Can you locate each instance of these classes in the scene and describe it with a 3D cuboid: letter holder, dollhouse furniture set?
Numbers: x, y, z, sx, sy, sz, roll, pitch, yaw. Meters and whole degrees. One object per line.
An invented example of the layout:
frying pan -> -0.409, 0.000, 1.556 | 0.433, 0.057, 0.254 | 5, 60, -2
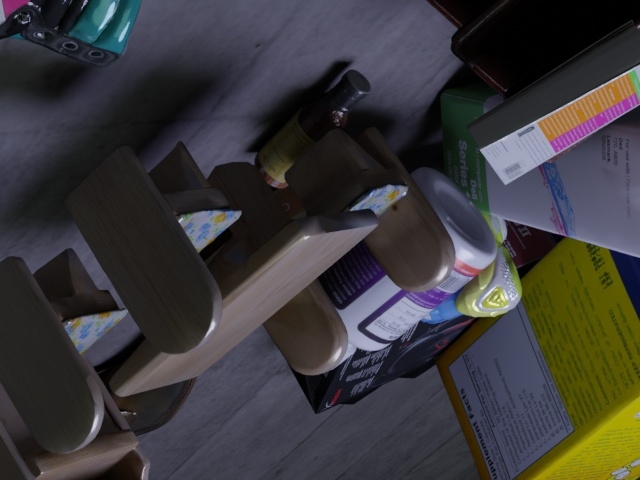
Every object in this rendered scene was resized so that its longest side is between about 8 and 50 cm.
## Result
letter holder -> 0.232, -0.224, 1.271 | 0.301, 0.152, 0.214 | -35, 158, 14
dollhouse furniture set -> -0.100, 0.127, 1.325 | 0.394, 0.256, 0.362 | -40, 165, 27

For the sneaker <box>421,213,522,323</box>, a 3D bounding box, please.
sneaker -> 0.118, -0.001, 1.620 | 0.126, 0.240, 0.091 | -19, 118, 9

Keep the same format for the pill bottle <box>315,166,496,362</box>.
pill bottle -> 0.055, 0.031, 1.501 | 0.193, 0.108, 0.108 | -40, 158, 22

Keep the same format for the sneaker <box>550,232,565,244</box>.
sneaker -> 0.328, -0.041, 1.845 | 0.102, 0.146, 0.293 | -11, 152, -43

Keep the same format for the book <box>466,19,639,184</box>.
book -> 0.188, -0.098, 1.254 | 0.144, 0.035, 0.096 | -31, 157, 8

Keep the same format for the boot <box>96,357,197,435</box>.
boot -> -0.217, 0.168, 1.693 | 0.219, 0.082, 0.106 | -41, 160, 34

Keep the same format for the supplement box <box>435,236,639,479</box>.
supplement box -> 0.313, 0.124, 1.773 | 0.195, 0.194, 0.356 | -2, 150, -32

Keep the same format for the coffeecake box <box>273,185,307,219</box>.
coffeecake box -> 0.000, 0.000, 1.604 | 0.142, 0.068, 0.185 | -32, 160, 1

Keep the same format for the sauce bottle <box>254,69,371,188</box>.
sauce bottle -> -0.005, -0.096, 1.408 | 0.128, 0.042, 0.042 | -42, 157, 32

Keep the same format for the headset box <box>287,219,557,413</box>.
headset box -> 0.115, 0.056, 1.838 | 0.293, 0.110, 0.218 | -22, 159, -21

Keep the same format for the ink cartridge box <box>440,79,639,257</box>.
ink cartridge box -> 0.274, -0.081, 1.490 | 0.201, 0.278, 0.117 | -16, 111, -33

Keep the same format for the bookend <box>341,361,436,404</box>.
bookend -> 0.075, 0.139, 2.040 | 0.156, 0.072, 0.157 | -36, 160, 20

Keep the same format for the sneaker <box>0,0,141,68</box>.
sneaker -> -0.204, -0.132, 0.937 | 0.295, 0.124, 0.178 | -40, 149, 22
